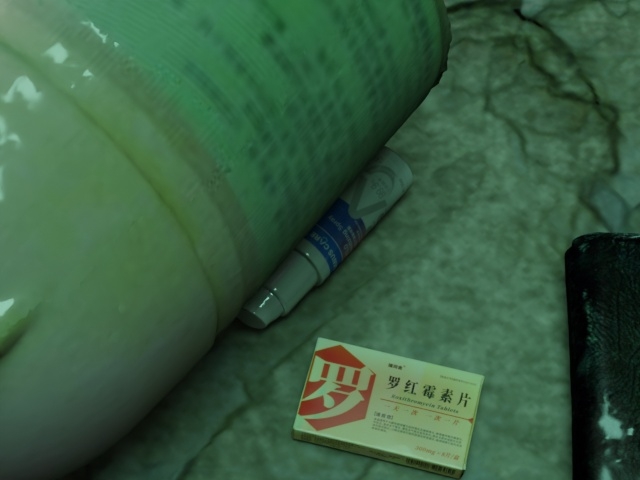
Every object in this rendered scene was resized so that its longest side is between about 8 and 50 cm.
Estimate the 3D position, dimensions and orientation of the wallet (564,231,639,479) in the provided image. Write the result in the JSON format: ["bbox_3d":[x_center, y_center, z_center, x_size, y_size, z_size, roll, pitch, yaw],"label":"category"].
[{"bbox_3d":[0.209,0.141,0.846,0.172,0.045,0.318,2,60,2],"label":"wallet"}]

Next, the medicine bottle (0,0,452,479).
[{"bbox_3d":[-0.142,-0.024,0.815,0.236,0.235,0.406,33,64,16],"label":"medicine bottle"}]

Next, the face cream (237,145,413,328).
[{"bbox_3d":[0.000,0.000,0.925,0.034,0.034,0.130,36,64,17],"label":"face cream"}]

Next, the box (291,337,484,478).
[{"bbox_3d":[0.036,0.088,0.886,0.093,0.015,0.058,13,58,4],"label":"box"}]
